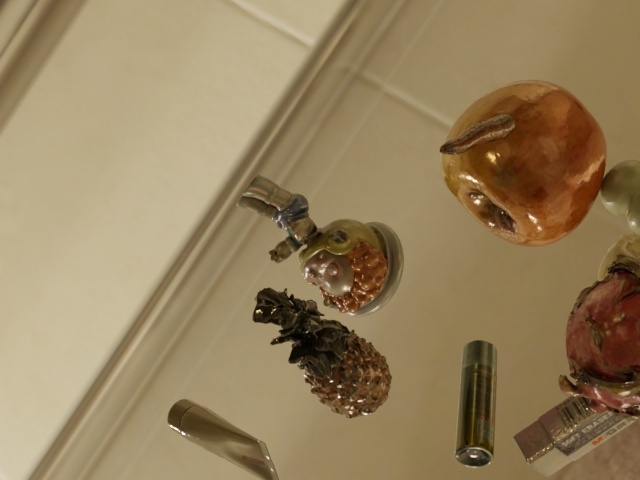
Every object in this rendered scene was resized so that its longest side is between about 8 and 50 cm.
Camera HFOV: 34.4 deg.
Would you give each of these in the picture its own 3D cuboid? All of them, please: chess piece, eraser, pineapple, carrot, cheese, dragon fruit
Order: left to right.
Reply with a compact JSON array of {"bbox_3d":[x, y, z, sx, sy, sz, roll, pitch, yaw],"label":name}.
[{"bbox_3d":[-0.002,0.186,1.810,0.310,0.141,0.170,46,-161,-37],"label":"pineapple"},{"bbox_3d":[0.232,-0.155,1.523,0.165,0.035,0.036,-22,-135,-38],"label":"carrot"},{"bbox_3d":[0.545,0.366,2.124,0.130,0.287,0.086,37,-160,-49],"label":"eraser"},{"bbox_3d":[0.422,0.152,1.400,0.147,0.211,0.282,-14,115,37],"label":"dragon fruit"},{"bbox_3d":[0.596,-0.045,1.797,0.251,0.144,0.144,44,-172,30],"label":"chess piece"},{"bbox_3d":[0.640,0.063,1.923,0.226,0.117,0.214,24,-149,30],"label":"cheese"}]

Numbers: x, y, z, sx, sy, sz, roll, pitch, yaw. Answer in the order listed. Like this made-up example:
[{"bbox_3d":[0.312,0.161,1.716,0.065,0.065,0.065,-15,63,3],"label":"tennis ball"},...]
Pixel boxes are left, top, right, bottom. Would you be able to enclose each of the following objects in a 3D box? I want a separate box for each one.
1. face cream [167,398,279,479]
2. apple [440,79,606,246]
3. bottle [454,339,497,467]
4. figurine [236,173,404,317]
[{"bbox_3d":[-0.209,0.437,2.267,0.341,0.084,0.137,17,132,46],"label":"face cream"},{"bbox_3d":[0.371,-0.145,1.839,0.299,0.275,0.299,45,169,11],"label":"apple"},{"bbox_3d":[0.337,0.345,2.219,0.082,0.082,0.286,33,-137,-21],"label":"bottle"},{"bbox_3d":[0.012,-0.015,2.183,0.382,0.205,0.224,45,140,-14],"label":"figurine"}]
